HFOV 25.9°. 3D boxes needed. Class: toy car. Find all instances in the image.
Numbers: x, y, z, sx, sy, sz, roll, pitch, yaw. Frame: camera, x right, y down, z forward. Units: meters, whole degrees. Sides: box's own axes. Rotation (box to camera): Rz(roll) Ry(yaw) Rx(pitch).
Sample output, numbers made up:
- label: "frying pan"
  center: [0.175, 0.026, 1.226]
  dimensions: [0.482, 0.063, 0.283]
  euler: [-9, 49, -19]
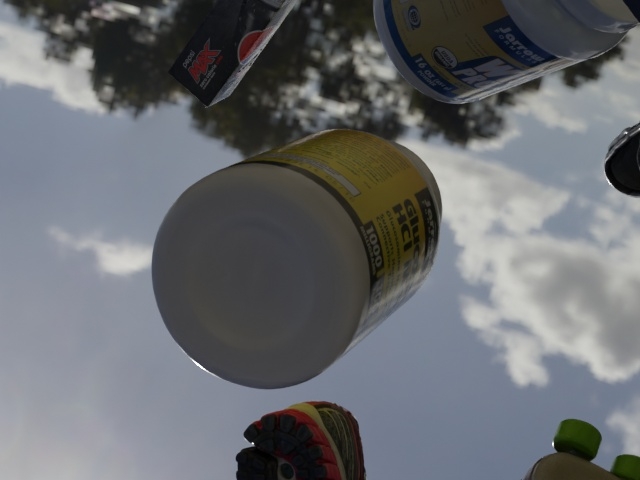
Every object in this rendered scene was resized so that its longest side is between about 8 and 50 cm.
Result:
- label: "toy car"
  center: [0.263, 0.315, 1.569]
  dimensions: [0.149, 0.155, 0.188]
  euler: [33, 147, -8]

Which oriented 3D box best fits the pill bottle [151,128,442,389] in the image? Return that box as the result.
- label: "pill bottle"
  center: [0.000, 0.000, 1.261]
  dimensions: [0.187, 0.188, 0.334]
  euler: [20, -161, 15]

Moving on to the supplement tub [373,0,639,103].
- label: "supplement tub"
  center: [0.149, -0.194, 1.050]
  dimensions: [0.144, 0.144, 0.199]
  euler: [9, 166, -33]

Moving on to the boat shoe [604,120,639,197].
- label: "boat shoe"
  center: [0.325, -0.080, 1.201]
  dimensions: [0.108, 0.102, 0.301]
  euler: [57, 172, -6]

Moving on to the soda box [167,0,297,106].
- label: "soda box"
  center: [-0.077, -0.214, 1.373]
  dimensions: [0.060, 0.169, 0.053]
  euler: [41, -152, 4]

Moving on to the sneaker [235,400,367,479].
- label: "sneaker"
  center: [0.009, 0.290, 1.222]
  dimensions: [0.120, 0.299, 0.112]
  euler: [0, -175, 31]

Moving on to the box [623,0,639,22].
- label: "box"
  center: [0.284, -0.186, 0.799]
  dimensions: [0.207, 0.153, 0.108]
  euler: [-15, -115, -43]
